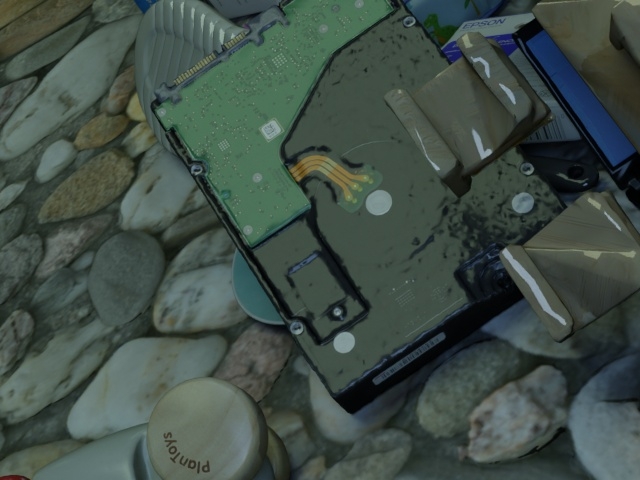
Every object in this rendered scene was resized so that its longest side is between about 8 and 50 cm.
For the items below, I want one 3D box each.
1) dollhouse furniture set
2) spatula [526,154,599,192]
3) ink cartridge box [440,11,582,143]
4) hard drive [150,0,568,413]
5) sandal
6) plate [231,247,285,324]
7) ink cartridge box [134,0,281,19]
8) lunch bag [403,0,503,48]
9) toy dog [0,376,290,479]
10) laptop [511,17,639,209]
[{"bbox_3d":[0.217,-0.178,0.966,0.362,0.256,0.394,-36,79,7],"label":"dollhouse furniture set"},{"bbox_3d":[0.119,-0.064,1.186,0.296,0.030,0.084,7,55,46],"label":"spatula"},{"bbox_3d":[0.179,-0.151,1.214,0.206,0.045,0.208,-1,33,38],"label":"ink cartridge box"},{"bbox_3d":[0.029,-0.057,1.107,0.237,0.064,0.339,-35,63,1],"label":"hard drive"},{"bbox_3d":[-0.076,-0.154,1.384,0.416,0.102,0.169,26,111,54],"label":"sandal"},{"bbox_3d":[0.000,0.000,1.204,0.188,0.024,0.188,-24,43,24],"label":"plate"},{"bbox_3d":[-0.120,-0.349,1.675,0.203,0.086,0.148,-4,45,36],"label":"ink cartridge box"},{"bbox_3d":[0.070,-0.242,1.392,0.219,0.090,0.176,-41,32,-9],"label":"lunch bag"},{"bbox_3d":[-0.157,0.228,0.972,0.333,0.220,0.161,-28,66,23],"label":"toy dog"},{"bbox_3d":[0.320,-0.127,1.003,0.234,0.137,0.264,-35,33,1],"label":"laptop"}]
